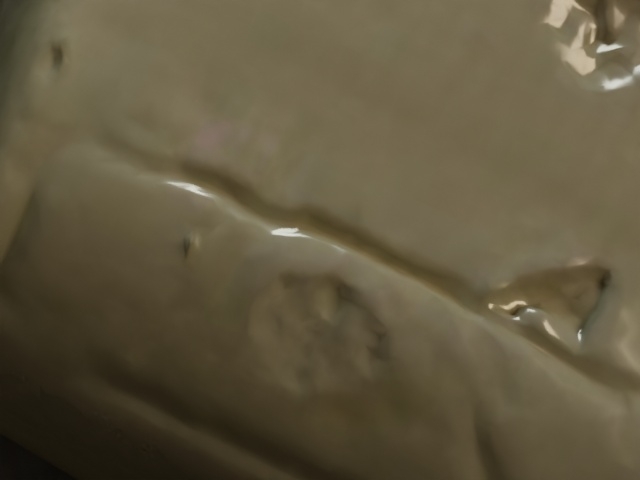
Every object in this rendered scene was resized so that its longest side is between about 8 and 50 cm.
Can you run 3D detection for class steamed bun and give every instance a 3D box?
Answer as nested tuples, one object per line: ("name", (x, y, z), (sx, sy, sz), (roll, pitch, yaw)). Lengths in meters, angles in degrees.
("steamed bun", (0.046, -0.072, 0.789), (0.371, 0.290, 0.456), (28, 78, 5))
